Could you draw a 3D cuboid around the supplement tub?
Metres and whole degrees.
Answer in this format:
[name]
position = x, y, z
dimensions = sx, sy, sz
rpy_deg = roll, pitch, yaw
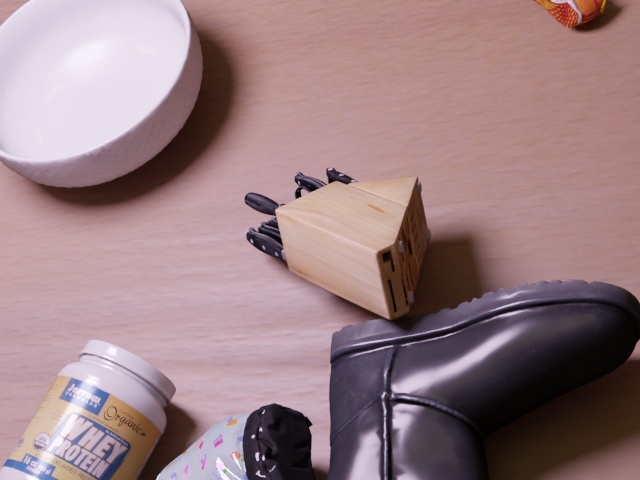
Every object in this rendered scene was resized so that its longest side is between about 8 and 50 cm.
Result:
[supplement tub]
position = -0.270, 0.232, 1.520
dimensions = 0.144, 0.144, 0.200
rpy_deg = 15, 65, 29

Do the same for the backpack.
[backpack]
position = -0.095, 0.271, 1.422
dimensions = 0.182, 0.115, 0.152
rpy_deg = -39, 29, 26

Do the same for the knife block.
[knife block]
position = 0.000, 0.000, 1.534
dimensions = 0.242, 0.088, 0.276
rpy_deg = -7, 25, 15

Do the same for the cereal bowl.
[cereal bowl]
position = -0.315, -0.209, 1.830
dimensions = 0.339, 0.141, 0.339
rpy_deg = -10, 55, 15

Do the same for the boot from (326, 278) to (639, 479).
[boot]
position = 0.162, 0.278, 1.316
dimensions = 0.367, 0.146, 0.445
rpy_deg = -16, 48, 25

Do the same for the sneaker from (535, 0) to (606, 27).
[sneaker]
position = 0.316, -0.347, 1.741
dimensions = 0.067, 0.064, 0.175
rpy_deg = -22, 56, -19
